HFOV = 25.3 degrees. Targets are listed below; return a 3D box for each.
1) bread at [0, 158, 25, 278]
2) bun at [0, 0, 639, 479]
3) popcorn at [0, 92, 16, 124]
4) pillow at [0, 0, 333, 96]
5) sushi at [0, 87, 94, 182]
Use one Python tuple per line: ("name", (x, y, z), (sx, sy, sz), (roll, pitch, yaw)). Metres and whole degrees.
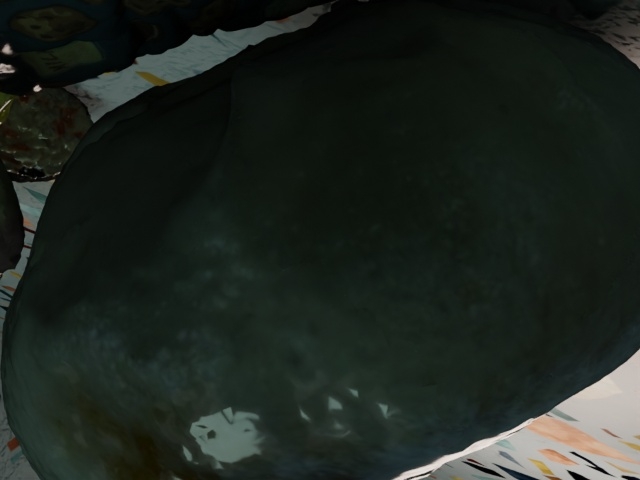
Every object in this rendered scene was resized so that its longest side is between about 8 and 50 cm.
("bread", (-0.298, -0.080, 0.762), (0.338, 0.187, 0.155), (53, 169, 40))
("bun", (0.000, 0.000, 0.718), (0.362, 0.362, 0.211), (-6, 114, 61))
("popcorn", (-0.259, -0.129, 0.969), (0.126, 0.125, 0.145), (39, 155, 18))
("pillow", (-0.074, -0.115, 0.625), (0.255, 0.034, 0.189), (-13, 175, 15))
("sushi", (-0.259, -0.100, 1.148), (0.150, 0.091, 0.078), (28, 160, -15))
